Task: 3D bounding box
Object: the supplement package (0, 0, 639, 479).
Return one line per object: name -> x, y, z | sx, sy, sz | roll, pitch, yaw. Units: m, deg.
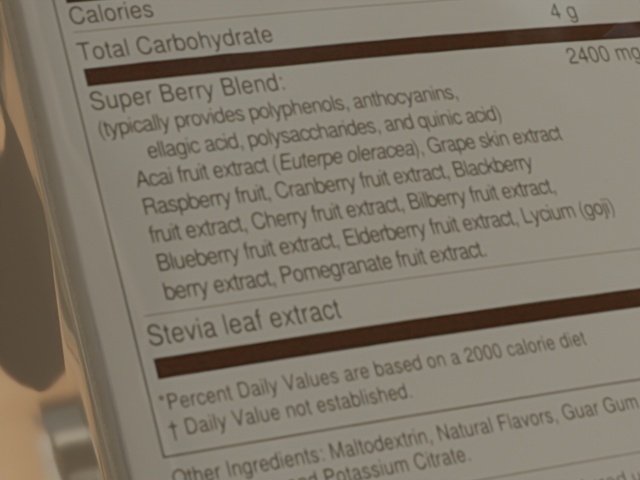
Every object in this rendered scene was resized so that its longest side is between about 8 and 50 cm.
supplement package -> 0.000, 0.000, 0.436 | 0.177, 0.175, 0.293 | 117, -39, -57
